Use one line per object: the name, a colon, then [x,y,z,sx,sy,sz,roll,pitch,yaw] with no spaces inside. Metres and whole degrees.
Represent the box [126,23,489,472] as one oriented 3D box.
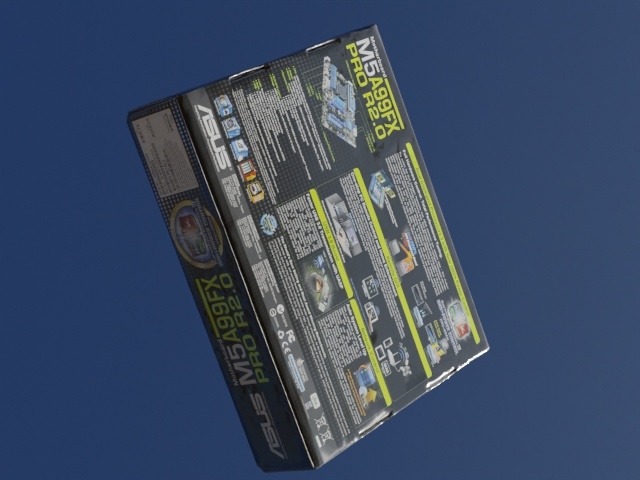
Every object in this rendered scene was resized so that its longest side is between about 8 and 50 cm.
box: [0.000,0.000,0.969,0.060,0.216,0.270,-12,-78,44]
